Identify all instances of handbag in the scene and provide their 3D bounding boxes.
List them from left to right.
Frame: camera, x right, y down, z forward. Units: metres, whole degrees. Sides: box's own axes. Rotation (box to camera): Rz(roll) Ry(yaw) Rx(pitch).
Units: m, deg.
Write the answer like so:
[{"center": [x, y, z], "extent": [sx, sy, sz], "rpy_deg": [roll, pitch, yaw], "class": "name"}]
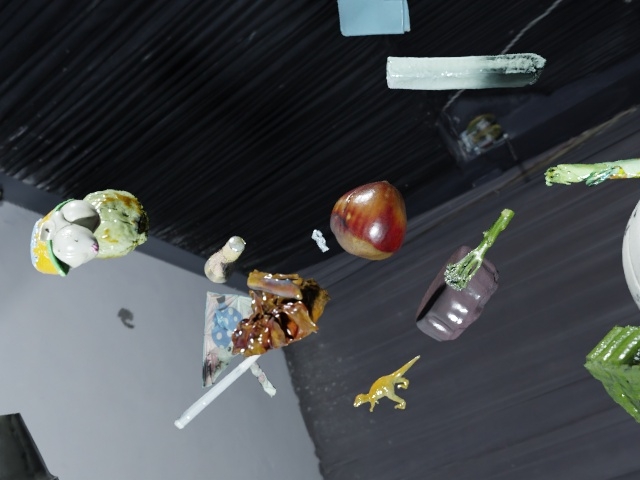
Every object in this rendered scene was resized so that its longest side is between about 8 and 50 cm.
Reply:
[{"center": [0.093, -0.488, 0.919], "extent": [0.057, 0.144, 0.221], "rpy_deg": [-39, 132, -38], "class": "handbag"}]

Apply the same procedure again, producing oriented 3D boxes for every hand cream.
[{"center": [-0.261, 0.046, 1.425], "extent": [0.083, 0.203, 0.084], "rpy_deg": [12, 60, -21], "class": "hand cream"}]

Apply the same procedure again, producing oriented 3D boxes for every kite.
[{"center": [-0.199, 0.246, 1.223], "extent": [0.011, 0.335, 0.314], "rpy_deg": [4, 42, -55], "class": "kite"}]

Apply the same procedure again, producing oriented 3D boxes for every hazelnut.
[{"center": [0.139, -0.058, 1.360], "extent": [0.229, 0.229, 0.230], "rpy_deg": [48, 23, -29], "class": "hazelnut"}]

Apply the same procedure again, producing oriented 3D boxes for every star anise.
[{"center": [-0.077, 0.133, 0.991], "extent": [0.148, 0.237, 0.346], "rpy_deg": [61, -15, 10], "class": "star anise"}]

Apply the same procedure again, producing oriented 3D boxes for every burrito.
[{"center": [0.730, -0.172, 1.303], "extent": [0.104, 0.287, 0.054], "rpy_deg": [-52, 137, -65], "class": "burrito"}]

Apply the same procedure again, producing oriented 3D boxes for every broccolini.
[{"center": [0.356, 0.015, 1.163], "extent": [0.058, 0.216, 0.067], "rpy_deg": [37, 10, 39], "class": "broccolini"}]

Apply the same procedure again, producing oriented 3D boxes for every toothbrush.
[{"center": [-0.197, 0.305, 1.174], "extent": [0.025, 0.342, 0.030], "rpy_deg": [51, -9, -17], "class": "toothbrush"}]

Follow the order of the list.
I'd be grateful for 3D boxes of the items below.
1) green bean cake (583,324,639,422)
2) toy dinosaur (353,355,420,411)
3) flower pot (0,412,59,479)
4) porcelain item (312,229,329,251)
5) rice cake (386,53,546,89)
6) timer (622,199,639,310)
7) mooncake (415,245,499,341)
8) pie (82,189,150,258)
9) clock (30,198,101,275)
[{"center": [0.798, 0.334, 1.202], "extent": [0.250, 0.156, 0.247], "rpy_deg": [49, -14, -2], "class": "green bean cake"}, {"center": [0.157, 0.338, 1.225], "extent": [0.126, 0.162, 0.039], "rpy_deg": [13, 9, -13], "class": "toy dinosaur"}, {"center": [-0.647, 0.423, 0.963], "extent": [0.269, 0.268, 0.166], "rpy_deg": [17, 55, -62], "class": "flower pot"}, {"center": [0.000, 0.000, 1.808], "extent": [0.036, 0.028, 0.083], "rpy_deg": [-32, 90, -28], "class": "porcelain item"}, {"center": [0.311, -0.365, 1.107], "extent": [0.066, 0.335, 0.063], "rpy_deg": [81, 11, -80], "class": "rice cake"}, {"center": [0.392, 0.003, 0.434], "extent": [0.240, 0.233, 0.234], "rpy_deg": [62, 8, -61], "class": "timer"}, {"center": [0.395, 0.161, 1.472], "extent": [0.141, 0.283, 0.283], "rpy_deg": [33, 19, 6], "class": "mooncake"}, {"center": [-0.596, -0.057, 1.481], "extent": [0.200, 0.090, 0.248], "rpy_deg": [0, 49, -23], "class": "pie"}, {"center": [-0.578, -0.012, 1.181], "extent": [0.103, 0.144, 0.231], "rpy_deg": [78, -5, -52], "class": "clock"}]
